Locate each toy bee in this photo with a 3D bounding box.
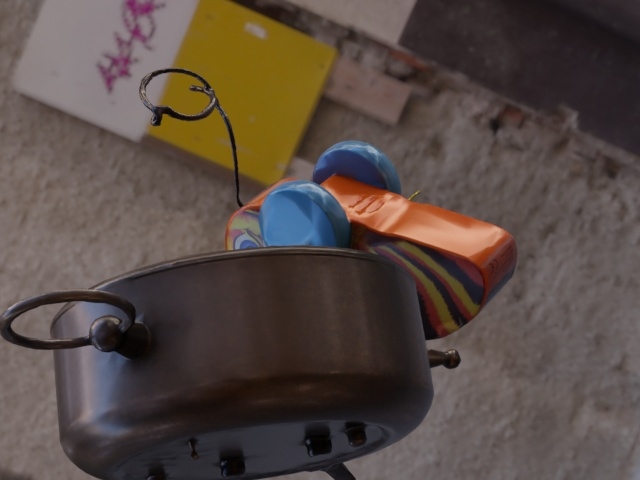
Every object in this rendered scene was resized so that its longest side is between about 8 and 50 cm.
[{"bbox_3d":[0.000,0.000,0.982,0.298,0.195,0.162,45,138,35],"label":"toy bee"}]

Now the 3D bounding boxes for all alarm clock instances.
[{"bbox_3d":[-0.036,0.045,0.435,0.129,0.192,0.064,-18,66,25],"label":"alarm clock"}]
